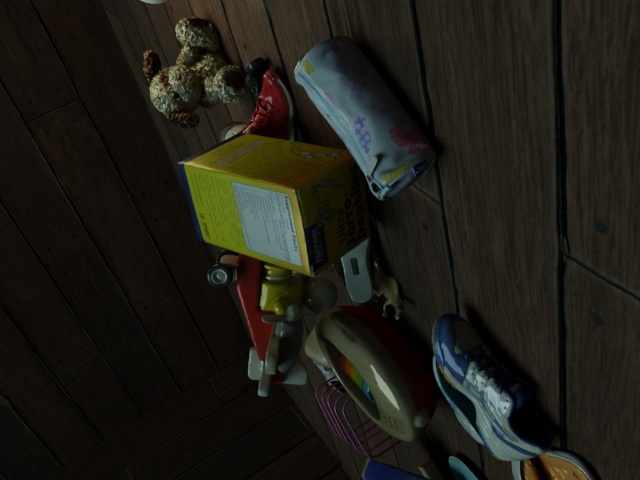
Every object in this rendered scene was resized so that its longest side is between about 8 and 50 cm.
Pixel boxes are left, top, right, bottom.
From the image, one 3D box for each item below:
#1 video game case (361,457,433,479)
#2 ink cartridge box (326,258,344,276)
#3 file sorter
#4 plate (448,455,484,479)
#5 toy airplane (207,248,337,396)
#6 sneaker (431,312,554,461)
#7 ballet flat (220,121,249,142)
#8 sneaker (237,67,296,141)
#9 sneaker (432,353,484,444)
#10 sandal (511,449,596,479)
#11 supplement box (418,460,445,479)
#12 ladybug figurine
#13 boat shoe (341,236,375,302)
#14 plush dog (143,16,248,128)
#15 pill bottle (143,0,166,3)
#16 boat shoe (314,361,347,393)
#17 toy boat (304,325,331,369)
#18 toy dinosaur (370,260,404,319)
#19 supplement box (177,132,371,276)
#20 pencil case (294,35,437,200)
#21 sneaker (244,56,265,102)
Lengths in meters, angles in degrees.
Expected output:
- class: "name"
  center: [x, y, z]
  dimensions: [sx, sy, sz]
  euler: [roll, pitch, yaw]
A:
- class: "video game case"
  center: [0.250, 0.673, 1.942]
  dimensions: [0.269, 0.061, 0.244]
  euler: [18, 165, 7]
- class: "ink cartridge box"
  center: [0.000, 0.000, 1.864]
  dimensions: [0.179, 0.045, 0.145]
  euler: [63, 164, -20]
- class: "file sorter"
  center: [0.128, 0.507, 2.118]
  dimensions: [0.202, 0.182, 0.290]
  euler: [62, 165, -5]
- class: "plate"
  center: [0.395, 0.627, 1.795]
  dimensions: [0.188, 0.024, 0.188]
  euler: [52, 163, 23]
- class: "toy airplane"
  center: [-0.085, 0.179, 1.697]
  dimensions: [0.384, 0.272, 0.386]
  euler: [66, -169, -59]
- class: "sneaker"
  center: [0.317, 0.253, 1.266]
  dimensions: [0.296, 0.112, 0.131]
  euler: [58, 147, 1]
- class: "ballet flat"
  center: [-0.172, -0.220, 1.753]
  dimensions: [0.316, 0.107, 0.106]
  euler: [53, 172, 33]
- class: "sneaker"
  center: [-0.128, -0.277, 1.601]
  dimensions: [0.087, 0.128, 0.221]
  euler: [49, 161, 36]
- class: "sneaker"
  center: [0.294, 0.320, 1.442]
  dimensions: [0.229, 0.087, 0.092]
  euler: [61, 167, 4]
- class: "sandal"
  center: [0.407, 0.433, 1.306]
  dimensions: [0.102, 0.076, 0.265]
  euler: [58, 164, 8]
- class: "supplement box"
  center: [0.338, 0.706, 2.090]
  dimensions: [0.098, 0.036, 0.062]
  euler: [56, 165, 12]
- class: "ladybug figurine"
  center: [0.146, 0.308, 1.737]
  dimensions: [0.449, 0.162, 0.305]
  euler: [42, 155, 50]
- class: "boat shoe"
  center: [0.081, 0.026, 1.569]
  dimensions: [0.070, 0.077, 0.219]
  euler: [-46, -47, -69]
- class: "plush dog"
  center: [-0.338, -0.411, 1.835]
  dimensions: [0.262, 0.225, 0.210]
  euler: [58, 164, 8]
- class: "pill bottle"
  center: [-0.395, -0.682, 1.644]
  dimensions: [0.161, 0.161, 0.283]
  euler: [60, 164, 1]
- class: "boat shoe"
  center: [0.046, 0.446, 2.435]
  dimensions: [0.088, 0.096, 0.267]
  euler: [41, 157, 39]
- class: "toy boat"
  center: [0.059, 0.327, 2.151]
  dimensions: [0.151, 0.151, 0.231]
  euler: [33, 173, -18]
- class: "toy dinosaur"
  center: [0.152, 0.112, 1.606]
  dimensions: [0.093, 0.053, 0.183]
  euler: [110, 144, -48]
- class: "supplement box"
  center: [-0.097, -0.088, 1.477]
  dimensions: [0.356, 0.195, 0.194]
  euler: [16, 127, 39]
- class: "pencil case"
  center: [0.070, -0.197, 1.139]
  dimensions: [0.273, 0.124, 0.113]
  euler: [58, 165, 12]
- class: "sneaker"
  center: [-0.136, -0.357, 1.637]
  dimensions: [0.089, 0.051, 0.170]
  euler: [60, 169, 1]
